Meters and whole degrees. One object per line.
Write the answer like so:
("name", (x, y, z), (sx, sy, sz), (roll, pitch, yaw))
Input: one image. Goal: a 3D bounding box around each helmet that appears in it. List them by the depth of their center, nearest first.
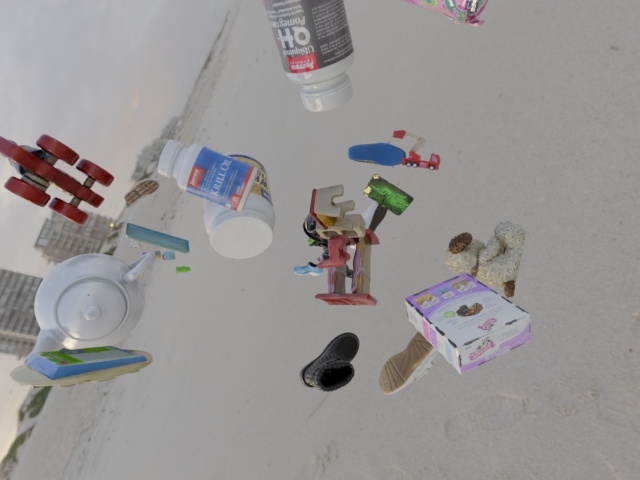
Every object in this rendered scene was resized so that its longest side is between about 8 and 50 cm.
("helmet", (0.020, -0.056, 1.532), (0.169, 0.170, 0.161), (-63, 24, 22))

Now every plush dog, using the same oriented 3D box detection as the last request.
("plush dog", (0.514, 0.071, 1.328), (0.262, 0.226, 0.210), (68, -140, -52))

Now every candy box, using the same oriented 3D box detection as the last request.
("candy box", (0.297, 0.161, 0.854), (0.196, 0.165, 0.070), (-132, 24, -62))

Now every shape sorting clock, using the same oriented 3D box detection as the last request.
("shape sorting clock", (-0.392, 0.211, 0.690), (0.206, 0.206, 0.040), (169, 104, -67))

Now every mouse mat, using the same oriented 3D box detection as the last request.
("mouse mat", (0.275, -0.185, 1.694), (0.007, 0.190, 0.152), (-57, -2, -29))

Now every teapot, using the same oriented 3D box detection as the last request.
("teapot", (-0.531, 0.147, 0.971), (0.187, 0.253, 0.255), (2, 89, 61))

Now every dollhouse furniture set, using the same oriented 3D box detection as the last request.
("dollhouse furniture set", (0.036, 0.034, 1.060), (0.152, 0.374, 0.201), (-3, 69, 22))

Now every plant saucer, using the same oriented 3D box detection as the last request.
("plant saucer", (-0.499, -0.004, 1.268), (0.018, 0.192, 0.067), (-57, 33, 20))

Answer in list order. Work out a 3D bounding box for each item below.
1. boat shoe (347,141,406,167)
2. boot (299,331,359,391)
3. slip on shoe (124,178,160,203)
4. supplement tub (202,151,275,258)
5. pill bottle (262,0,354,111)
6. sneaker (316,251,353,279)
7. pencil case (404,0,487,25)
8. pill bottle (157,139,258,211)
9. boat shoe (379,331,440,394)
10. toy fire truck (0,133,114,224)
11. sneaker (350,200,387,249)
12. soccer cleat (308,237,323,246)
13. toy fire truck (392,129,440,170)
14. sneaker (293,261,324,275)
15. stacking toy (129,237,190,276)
("boat shoe", (0.240, -0.367, 1.712), (0.258, 0.089, 0.108), (19, 108, 30))
("boot", (0.083, 0.523, 1.789), (0.348, 0.131, 0.260), (-38, -1, -27))
("slip on shoe", (-0.567, -0.162, 1.318), (0.135, 0.051, 0.041), (-29, 25, 20))
("supplement tub", (-0.272, -0.119, 1.368), (0.228, 0.228, 0.316), (-55, 36, 37))
("pill bottle", (-0.019, -0.477, 0.957), (0.176, 0.177, 0.318), (-102, -6, -53))
("sneaker", (0.077, 0.093, 1.639), (0.077, 0.178, 0.072), (-51, 32, 15))
("pencil case", (0.168, -0.471, 0.727), (0.124, 0.284, 0.124), (-45, -27, -31))
("pill bottle", (-0.279, -0.165, 1.028), (0.124, 0.222, 0.124), (-160, 90, -79))
("boat shoe", (0.280, 0.367, 1.219), (0.277, 0.096, 0.098), (-55, 35, 30))
("toy fire truck", (-0.757, -0.187, 1.138), (0.169, 0.254, 0.302), (-62, -25, -11))
("sneaker", (0.200, -0.098, 1.851), (0.123, 0.106, 0.290), (27, 83, 38))
("soccer cleat", (0.000, 0.000, 1.733), (0.060, 0.072, 0.179), (-28, 5, 24))
("toy fire truck", (0.365, -0.344, 1.570), (0.047, 0.192, 0.135), (-38, -43, -69))
("sneaker", (-0.064, 0.141, 2.178), (0.063, 0.162, 0.073), (-66, -29, -61))
("stacking toy", (-0.648, 0.066, 1.653), (0.052, 0.221, 0.166), (-59, 42, 43))
